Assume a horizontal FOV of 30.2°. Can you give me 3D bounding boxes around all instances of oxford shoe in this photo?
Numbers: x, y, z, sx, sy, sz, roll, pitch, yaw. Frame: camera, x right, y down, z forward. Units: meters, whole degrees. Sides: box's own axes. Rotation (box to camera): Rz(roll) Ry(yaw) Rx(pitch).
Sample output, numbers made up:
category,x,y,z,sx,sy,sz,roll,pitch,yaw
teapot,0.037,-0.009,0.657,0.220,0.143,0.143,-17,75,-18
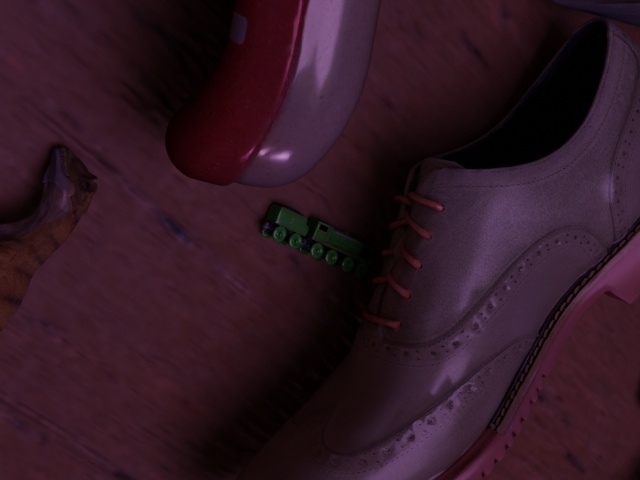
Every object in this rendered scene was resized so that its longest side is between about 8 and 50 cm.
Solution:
category,x,y,z,sx,sy,sz,roll,pitch,yaw
oxford shoe,0.068,0.030,0.704,0.397,0.140,0.146,-46,116,-16

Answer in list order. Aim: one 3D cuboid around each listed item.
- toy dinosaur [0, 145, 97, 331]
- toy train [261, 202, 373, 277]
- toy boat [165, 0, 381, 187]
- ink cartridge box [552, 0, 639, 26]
category,x,y,z,sx,sy,sz,roll,pitch,yaw
toy dinosaur,-0.187,0.041,0.585,0.112,0.064,0.211,36,90,-38
toy train,0.000,0.000,0.709,0.083,0.017,0.023,24,86,-36
toy boat,-0.045,-0.142,0.565,0.151,0.151,0.231,10,107,-2
ink cartridge box,0.248,-0.186,0.697,0.176,0.127,0.128,5,96,-31
